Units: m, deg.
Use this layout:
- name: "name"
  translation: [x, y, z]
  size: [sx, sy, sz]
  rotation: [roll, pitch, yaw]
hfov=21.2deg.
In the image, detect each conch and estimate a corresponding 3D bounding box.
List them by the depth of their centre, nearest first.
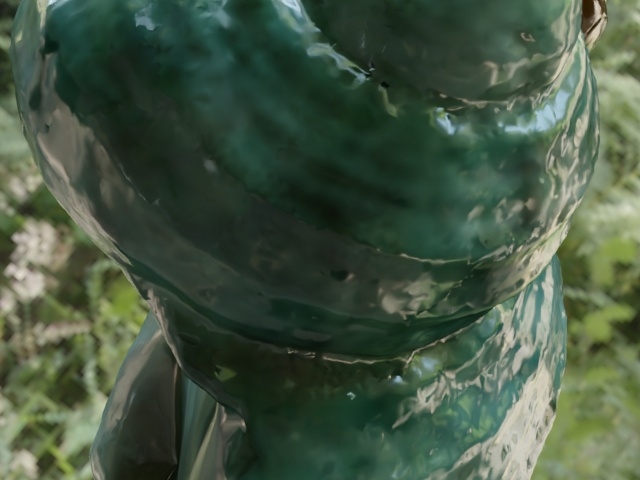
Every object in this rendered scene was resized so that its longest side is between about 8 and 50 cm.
- name: "conch"
  translation: [0.002, -0.002, 0.413]
  size: [0.202, 0.134, 0.196]
  rotation: [93, -20, -53]

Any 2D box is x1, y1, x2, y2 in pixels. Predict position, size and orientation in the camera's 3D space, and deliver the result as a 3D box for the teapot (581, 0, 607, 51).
- name: "teapot"
  translation: [0.100, -0.131, 0.802]
  size: [0.098, 0.078, 0.129]
  rotation: [47, 4, 5]
